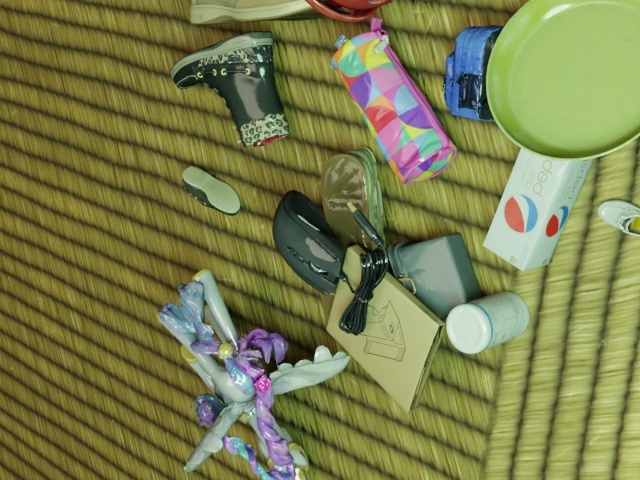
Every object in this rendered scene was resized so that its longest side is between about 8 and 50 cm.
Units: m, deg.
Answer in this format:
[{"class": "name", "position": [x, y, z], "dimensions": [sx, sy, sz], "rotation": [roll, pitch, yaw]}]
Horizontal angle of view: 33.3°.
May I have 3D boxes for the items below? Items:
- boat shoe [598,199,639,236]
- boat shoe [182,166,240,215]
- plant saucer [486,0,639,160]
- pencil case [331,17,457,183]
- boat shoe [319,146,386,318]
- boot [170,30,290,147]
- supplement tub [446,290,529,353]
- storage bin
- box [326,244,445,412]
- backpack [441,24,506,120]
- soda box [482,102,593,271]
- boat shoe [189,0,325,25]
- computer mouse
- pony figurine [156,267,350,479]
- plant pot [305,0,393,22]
[{"class": "boat shoe", "position": [0.389, -0.024, 1.340], "dimensions": [0.100, 0.035, 0.035], "rotation": [28, 117, 37]}, {"class": "boat shoe", "position": [-0.190, -0.081, 1.884], "dimensions": [0.133, 0.049, 0.042], "rotation": [34, 149, 26]}, {"class": "plant saucer", "position": [0.323, -0.206, 1.309], "dimensions": [0.241, 0.037, 0.241], "rotation": [-9, 71, 28]}, {"class": "pencil case", "position": [0.104, -0.197, 1.537], "dimensions": [0.104, 0.104, 0.236], "rotation": [-41, 72, 41]}, {"class": "boat shoe", "position": [0.059, 0.001, 1.641], "dimensions": [0.104, 0.089, 0.285], "rotation": [11, 110, 26]}, {"class": "boot", "position": [-0.152, -0.236, 1.783], "dimensions": [0.236, 0.085, 0.179], "rotation": [-13, 92, 44]}, {"class": "supplement tub", "position": [0.230, 0.112, 1.472], "dimensions": [0.071, 0.107, 0.071], "rotation": [11, 106, 41]}, {"class": "storage bin", "position": [0.167, 0.053, 1.537], "dimensions": [0.091, 0.098, 0.135], "rotation": [-23, 83, 34]}, {"class": "box", "position": [0.090, 0.126, 1.553], "dimensions": [0.201, 0.021, 0.164], "rotation": [43, 134, 37]}, {"class": "backpack", "position": [0.215, -0.226, 1.422], "dimensions": [0.101, 0.098, 0.120], "rotation": [20, 113, 44]}, {"class": "soda box", "position": [0.293, -0.071, 1.400], "dimensions": [0.074, 0.069, 0.216], "rotation": [36, 122, 33]}, {"class": "boat shoe", "position": [-0.093, -0.396, 1.666], "dimensions": [0.341, 0.121, 0.110], "rotation": [8, 105, 44]}, {"class": "computer mouse", "position": [0.000, 0.000, 1.562], "dimensions": [0.262, 0.060, 0.184], "rotation": [56, 141, 32]}, {"class": "pony figurine", "position": [-0.125, 0.232, 1.747], "dimensions": [0.363, 0.303, 0.351], "rotation": [55, 168, 17]}, {"class": "plant pot", "position": [0.057, -0.406, 1.477], "dimensions": [0.174, 0.191, 0.191], "rotation": [-37, 73, 49]}]
